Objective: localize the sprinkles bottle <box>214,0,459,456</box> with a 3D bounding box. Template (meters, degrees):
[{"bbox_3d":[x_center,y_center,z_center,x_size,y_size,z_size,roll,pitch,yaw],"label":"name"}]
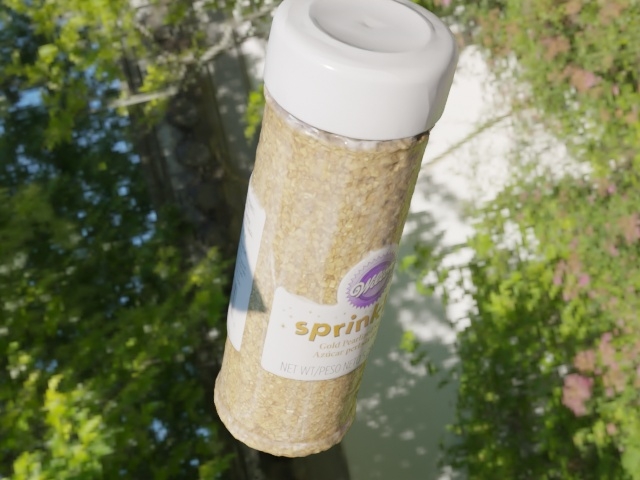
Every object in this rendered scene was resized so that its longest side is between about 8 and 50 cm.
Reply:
[{"bbox_3d":[0.000,0.000,0.774,0.121,0.121,0.355,-92,12,-51],"label":"sprinkles bottle"}]
